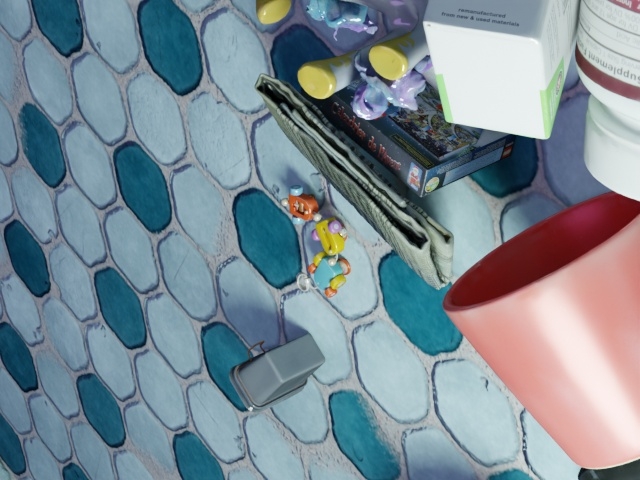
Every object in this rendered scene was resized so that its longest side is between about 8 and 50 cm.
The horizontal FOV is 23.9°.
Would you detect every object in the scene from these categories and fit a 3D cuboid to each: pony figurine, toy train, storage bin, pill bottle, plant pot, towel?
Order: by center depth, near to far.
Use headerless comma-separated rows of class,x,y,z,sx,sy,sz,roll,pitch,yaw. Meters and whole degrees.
pill bottle,0.363,-0.243,1.446,0.224,0.224,0.392,32,134,40
pony figurine,0.114,-0.273,1.717,0.351,0.363,0.303,37,132,11
plant pot,0.316,0.107,1.721,0.275,0.275,0.243,-19,104,56
towel,0.056,-0.076,1.961,0.312,0.056,0.324,46,179,12
toy train,0.000,0.000,2.256,0.125,0.046,0.166,19,123,49
storage bin,-0.064,0.197,2.398,0.091,0.135,0.098,-40,77,44

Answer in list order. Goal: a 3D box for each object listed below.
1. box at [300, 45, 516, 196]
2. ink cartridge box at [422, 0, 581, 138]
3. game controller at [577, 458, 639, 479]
box,0.109,-0.160,1.901,0.233,0.159,0.044,42,141,31
ink cartridge box,0.197,-0.268,1.482,0.115,0.273,0.198,11,159,16
game controller,0.447,0.319,1.848,0.166,0.067,0.319,51,147,-5
